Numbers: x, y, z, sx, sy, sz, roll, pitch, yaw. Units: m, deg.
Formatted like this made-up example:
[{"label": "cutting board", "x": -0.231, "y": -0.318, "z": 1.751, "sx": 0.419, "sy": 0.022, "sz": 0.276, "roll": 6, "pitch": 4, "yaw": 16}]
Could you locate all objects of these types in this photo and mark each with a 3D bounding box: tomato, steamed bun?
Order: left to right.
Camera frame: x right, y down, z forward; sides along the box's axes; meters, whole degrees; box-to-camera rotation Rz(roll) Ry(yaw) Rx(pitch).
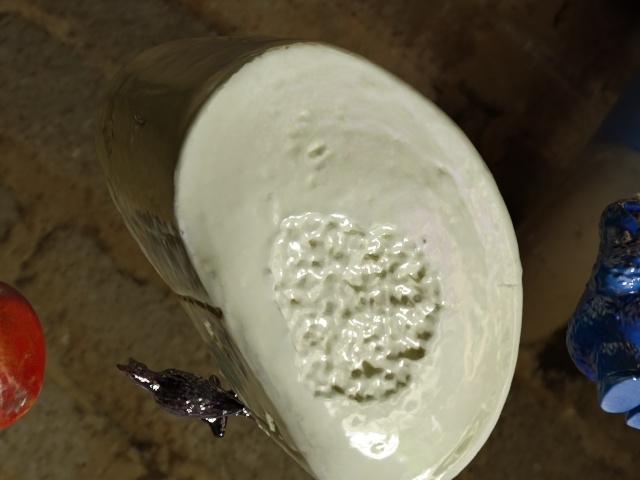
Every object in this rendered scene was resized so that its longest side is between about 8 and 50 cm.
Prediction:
[{"label": "tomato", "x": -0.457, "y": 0.180, "z": 2.016, "sx": 0.140, "sy": 0.233, "sz": 0.200, "roll": 30, "pitch": 166, "yaw": 27}, {"label": "steamed bun", "x": 0.000, "y": 0.000, "z": 1.435, "sx": 0.456, "sy": 0.290, "sz": 0.371, "roll": 61, "pitch": 167, "yaw": -18}]

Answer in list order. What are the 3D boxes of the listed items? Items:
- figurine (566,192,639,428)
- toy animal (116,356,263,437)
[{"label": "figurine", "x": 0.310, "y": 0.068, "z": 1.506, "sx": 0.121, "sy": 0.262, "sz": 0.164, "roll": -12, "pitch": 131, "yaw": 24}, {"label": "toy animal", "x": -0.149, "y": 0.170, "z": 1.669, "sx": 0.202, "sy": 0.070, "sz": 0.105, "roll": 27, "pitch": 164, "yaw": -34}]
